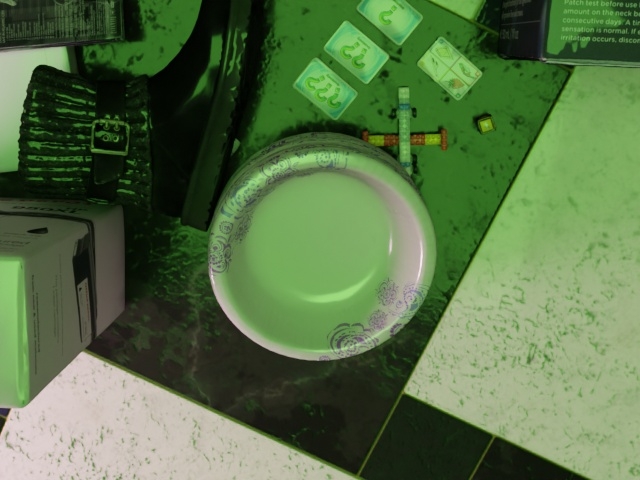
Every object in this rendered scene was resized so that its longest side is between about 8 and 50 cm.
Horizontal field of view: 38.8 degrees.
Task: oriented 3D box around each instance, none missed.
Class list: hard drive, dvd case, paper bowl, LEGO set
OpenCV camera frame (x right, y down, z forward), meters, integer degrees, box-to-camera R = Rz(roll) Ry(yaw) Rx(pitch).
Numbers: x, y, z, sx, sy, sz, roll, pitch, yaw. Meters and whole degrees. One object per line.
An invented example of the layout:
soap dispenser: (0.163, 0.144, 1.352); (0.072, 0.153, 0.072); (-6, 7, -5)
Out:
hard drive: (-0.477, -0.189, 1.222); (0.307, 0.040, 0.203); (-6, 102, 3)
dvd case: (-0.365, -0.328, 1.173); (0.221, 0.018, 0.165); (-4, 83, 3)
paper bowl: (0.000, 0.000, 1.173); (0.284, 0.148, 0.284); (-1, 111, -3)
LEGO set: (0.109, -0.190, 1.189); (0.244, 0.060, 0.182); (40, 105, -7)

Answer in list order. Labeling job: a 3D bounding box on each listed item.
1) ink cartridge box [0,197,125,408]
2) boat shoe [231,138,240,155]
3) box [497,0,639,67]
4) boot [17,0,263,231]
ink cartridge box: (-0.422, 0.052, 1.093); (0.285, 0.395, 0.166); (3, 100, 2)
boat shoe: (-0.150, -0.154, 1.221); (0.100, 0.035, 0.035); (42, 73, -2)
box: (0.337, -0.395, 1.012); (0.211, 0.293, 0.396); (3, 102, 1)
boot: (-0.225, -0.192, 1.127); (0.260, 0.131, 0.348); (17, 102, -2)
